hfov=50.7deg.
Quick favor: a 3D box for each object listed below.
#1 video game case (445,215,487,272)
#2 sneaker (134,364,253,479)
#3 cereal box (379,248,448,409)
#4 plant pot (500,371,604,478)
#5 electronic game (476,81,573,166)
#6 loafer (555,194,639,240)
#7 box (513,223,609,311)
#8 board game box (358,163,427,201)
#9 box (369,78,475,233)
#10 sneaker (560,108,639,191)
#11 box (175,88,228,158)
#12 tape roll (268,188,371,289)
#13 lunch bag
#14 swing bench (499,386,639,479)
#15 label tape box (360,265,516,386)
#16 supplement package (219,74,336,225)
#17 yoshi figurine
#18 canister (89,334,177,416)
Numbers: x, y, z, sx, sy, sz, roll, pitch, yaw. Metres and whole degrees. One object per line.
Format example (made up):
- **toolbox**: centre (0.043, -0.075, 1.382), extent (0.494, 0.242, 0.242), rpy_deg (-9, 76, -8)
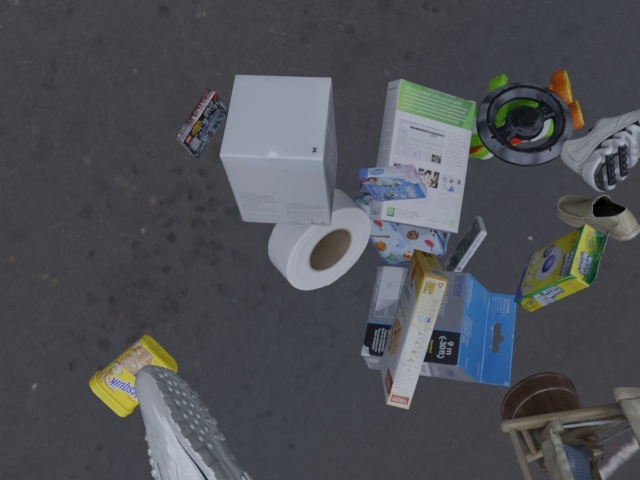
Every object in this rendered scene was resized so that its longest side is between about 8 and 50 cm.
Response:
- **video game case**: centre (0.403, 0.024, 1.889), extent (0.022, 0.190, 0.173), rpy_deg (30, 107, 0)
- **sneaker**: centre (-0.159, 0.255, 0.775), extent (0.095, 0.090, 0.235), rpy_deg (-34, 81, 13)
- **cereal box**: centre (0.160, 0.151, 1.192), extent (0.047, 0.173, 0.240), rpy_deg (15, 103, -2)
- **plant pot**: centre (0.472, 0.381, 1.359), extent (0.167, 0.165, 0.167), rpy_deg (-3, 118, -7)
- **electronic game**: centre (0.492, -0.282, 1.630), extent (0.229, 0.229, 0.048), rpy_deg (-19, 160, -4)
- **loafer**: centre (0.774, -0.085, 1.900), extent (0.102, 0.268, 0.092), rpy_deg (-35, 122, -18)
- **box**: centre (0.398, 0.045, 1.115), extent (0.043, 0.179, 0.105), rpy_deg (33, 61, -7)
- **board game box**: centre (0.119, -0.093, 1.103), extent (0.090, 0.020, 0.090), rpy_deg (-4, 157, 23)
- **box**: centre (0.241, -0.190, 1.578), extent (0.232, 0.058, 0.322), rpy_deg (9, 90, -30)
- **sneaker**: centre (0.578, -0.203, 1.255), extent (0.292, 0.118, 0.110), rpy_deg (-28, 126, -14)
- **box**: centre (-0.270, -0.267, 1.551), extent (0.027, 0.094, 0.137), rpy_deg (28, 80, 19)
- **tape roll**: centre (0.000, 0.000, 1.850), extent (0.286, 0.100, 0.286), rpy_deg (-28, 143, -24)
- **lunch bag**: centre (0.257, -0.066, 2.050), extent (0.243, 0.115, 0.303), rpy_deg (-15, 121, 31)
- **swing bench**: centre (0.432, 0.370, 0.980), extent (0.255, 0.253, 0.165), rpy_deg (-21, 137, 12)
- **label tape box**: centre (0.284, 0.195, 1.594), extent (0.334, 0.240, 0.106), rpy_deg (4, 150, 17)
- **supplement package**: centre (-0.074, -0.180, 1.400), extent (0.199, 0.198, 0.262), rpy_deg (3, 154, 6)
- **yoshi figurine**: centre (0.499, -0.326, 1.814), extent (0.362, 0.203, 0.203), rpy_deg (-20, 81, 26)
- **canister**: centre (-0.441, 0.319, 1.606), extent (0.170, 0.073, 0.126), rpy_deg (-40, 106, 5)
